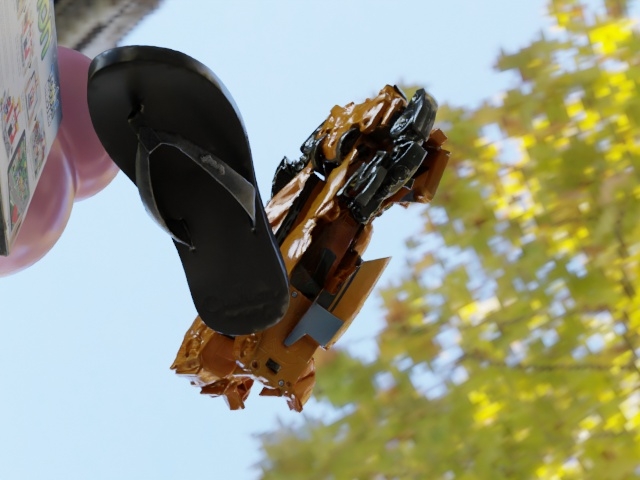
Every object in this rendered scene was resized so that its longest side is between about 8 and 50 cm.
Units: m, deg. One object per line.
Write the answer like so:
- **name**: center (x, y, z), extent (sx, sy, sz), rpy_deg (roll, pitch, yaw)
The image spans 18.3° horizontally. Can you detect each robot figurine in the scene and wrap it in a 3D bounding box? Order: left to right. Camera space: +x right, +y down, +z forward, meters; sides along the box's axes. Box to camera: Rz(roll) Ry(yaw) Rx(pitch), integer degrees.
- **robot figurine**: center (0.000, 0.000, 1.599), extent (0.085, 0.291, 0.211), rpy_deg (41, -21, -22)

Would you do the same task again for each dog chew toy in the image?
- **dog chew toy**: center (-0.286, -0.047, 1.534), extent (0.206, 0.332, 0.207), rpy_deg (35, -38, 33)

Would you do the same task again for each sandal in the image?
- **sandal**: center (-0.084, -0.031, 1.405), extent (0.097, 0.054, 0.254), rpy_deg (-20, -58, 12)

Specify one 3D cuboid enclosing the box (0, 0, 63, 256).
- **box**: center (-0.177, -0.100, 1.076), extent (0.036, 0.114, 0.207), rpy_deg (10, -40, 5)
